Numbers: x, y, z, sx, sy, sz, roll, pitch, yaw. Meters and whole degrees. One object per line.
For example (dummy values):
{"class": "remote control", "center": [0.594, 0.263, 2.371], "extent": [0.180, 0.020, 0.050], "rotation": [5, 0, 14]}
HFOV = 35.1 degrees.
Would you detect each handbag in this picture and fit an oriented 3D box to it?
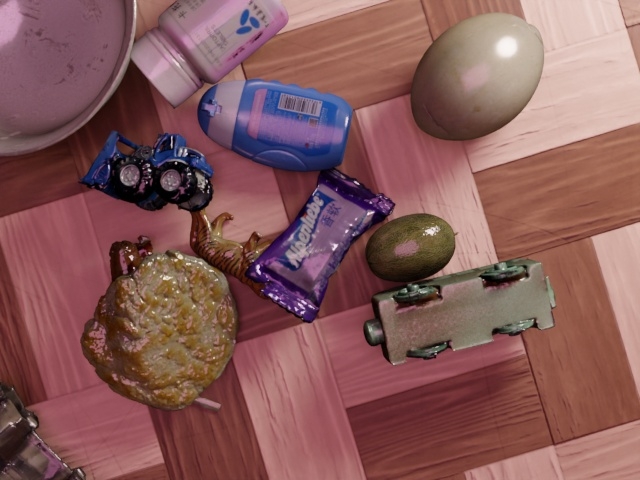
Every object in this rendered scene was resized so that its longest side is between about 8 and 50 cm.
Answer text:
{"class": "handbag", "center": [-0.568, 0.461, 1.719], "extent": [0.327, 0.162, 0.325], "rotation": [-41, 93, -7]}

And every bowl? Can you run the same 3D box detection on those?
{"class": "bowl", "center": [-0.466, -0.338, 1.671], "extent": [0.435, 0.196, 0.434], "rotation": [-1, 87, 14]}

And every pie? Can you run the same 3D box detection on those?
{"class": "pie", "center": [-0.270, 0.148, 1.738], "extent": [0.257, 0.105, 0.274], "rotation": [19, 91, -8]}

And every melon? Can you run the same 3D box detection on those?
{"class": "melon", "center": [0.159, 0.012, 1.725], "extent": [0.167, 0.114, 0.114], "rotation": [-16, 90, -9]}

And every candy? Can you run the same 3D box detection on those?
{"class": "candy", "center": [0.000, 0.000, 1.737], "extent": [0.145, 0.070, 0.275], "rotation": [35, 74, 4]}

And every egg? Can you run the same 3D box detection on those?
{"class": "egg", "center": [0.260, -0.271, 1.687], "extent": [0.253, 0.186, 0.186], "rotation": [-40, 90, 1]}

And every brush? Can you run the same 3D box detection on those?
{"class": "brush", "center": [-0.216, 0.282, 1.781], "extent": [0.084, 0.013, 0.016], "rotation": [22, 88, -1]}

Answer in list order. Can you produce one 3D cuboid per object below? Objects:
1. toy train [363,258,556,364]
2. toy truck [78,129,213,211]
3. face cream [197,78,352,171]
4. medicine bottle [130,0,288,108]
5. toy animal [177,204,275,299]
{"class": "toy train", "center": [0.229, 0.116, 1.707], "extent": [0.326, 0.159, 0.129], "rotation": [-14, 93, -3]}
{"class": "toy truck", "center": [-0.291, -0.118, 1.713], "extent": [0.208, 0.113, 0.126], "rotation": [2, 82, 14]}
{"class": "face cream", "center": [-0.083, -0.202, 1.741], "extent": [0.264, 0.083, 0.149], "rotation": [12, 87, 0]}
{"class": "medicine bottle", "center": [-0.191, -0.350, 1.708], "extent": [0.254, 0.152, 0.152], "rotation": [-39, 90, -1]}
{"class": "toy animal", "center": [-0.152, 0.015, 1.757], "extent": [0.241, 0.057, 0.099], "rotation": [30, 91, 0]}
